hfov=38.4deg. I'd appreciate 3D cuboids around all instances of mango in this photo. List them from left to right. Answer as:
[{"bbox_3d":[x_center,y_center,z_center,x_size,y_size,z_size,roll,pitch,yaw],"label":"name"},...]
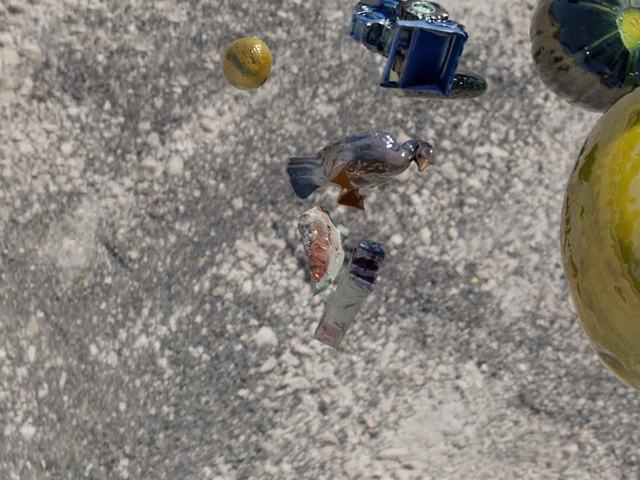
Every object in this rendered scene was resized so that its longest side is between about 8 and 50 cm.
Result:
[{"bbox_3d":[0.428,-0.014,1.063,0.220,0.302,0.444,39,42,-46],"label":"mango"}]

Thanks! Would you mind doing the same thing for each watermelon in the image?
[{"bbox_3d":[0.000,0.000,1.674,0.071,0.139,0.187,-12,55,11],"label":"watermelon"}]

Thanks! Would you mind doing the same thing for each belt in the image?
[{"bbox_3d":[0.044,0.092,1.461,0.053,0.232,0.071,22,43,-2],"label":"belt"}]

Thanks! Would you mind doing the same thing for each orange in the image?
[{"bbox_3d":[-0.119,-0.284,1.475,0.085,0.095,0.085,-1,95,-16],"label":"orange"}]

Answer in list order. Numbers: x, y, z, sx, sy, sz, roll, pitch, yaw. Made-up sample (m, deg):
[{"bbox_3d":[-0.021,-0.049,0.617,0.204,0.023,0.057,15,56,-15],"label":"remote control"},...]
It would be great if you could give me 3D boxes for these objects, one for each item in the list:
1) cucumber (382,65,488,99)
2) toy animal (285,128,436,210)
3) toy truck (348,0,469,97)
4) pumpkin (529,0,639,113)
[{"bbox_3d":[0.249,-0.333,1.932,0.242,0.074,0.074,-1,67,-22],"label":"cucumber"},{"bbox_3d":[0.075,-0.141,1.779,0.185,0.298,0.122,-52,126,-40],"label":"toy animal"},{"bbox_3d":[0.125,-0.311,1.402,0.126,0.113,0.208,-13,44,-31],"label":"toy truck"},{"bbox_3d":[0.537,-0.391,1.784,0.296,0.296,0.295,6,65,-14],"label":"pumpkin"}]
